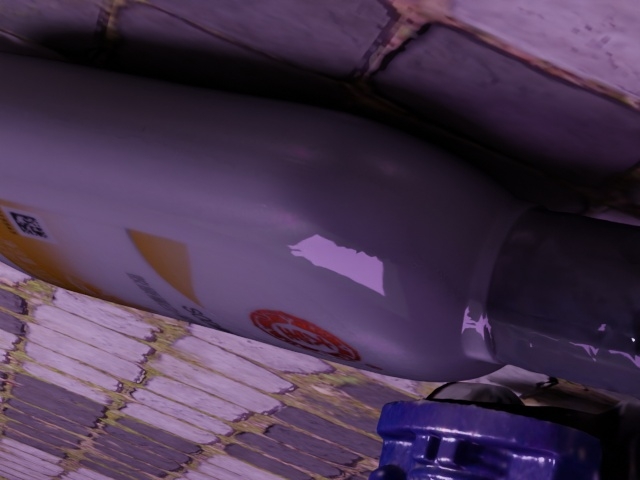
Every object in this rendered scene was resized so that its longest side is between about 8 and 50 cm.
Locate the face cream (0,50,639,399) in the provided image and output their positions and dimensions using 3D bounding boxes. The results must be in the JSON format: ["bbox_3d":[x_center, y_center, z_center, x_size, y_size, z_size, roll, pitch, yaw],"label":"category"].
[{"bbox_3d":[0.000,0.000,0.647,0.291,0.071,0.144,13,162,29],"label":"face cream"}]

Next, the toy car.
[{"bbox_3d":[0.128,0.158,0.862,0.235,0.158,0.172,28,163,-27],"label":"toy car"}]
